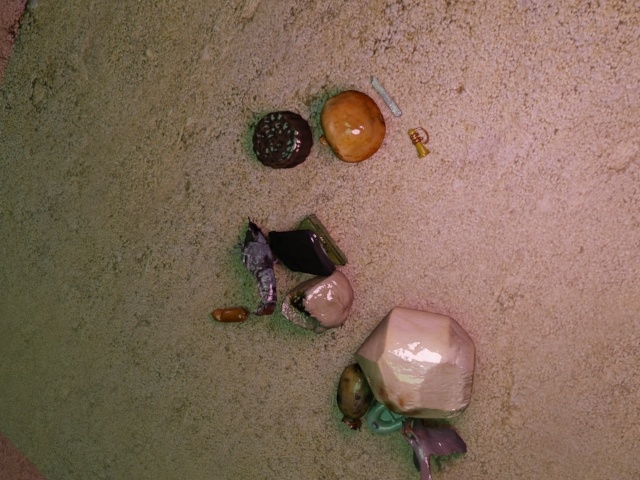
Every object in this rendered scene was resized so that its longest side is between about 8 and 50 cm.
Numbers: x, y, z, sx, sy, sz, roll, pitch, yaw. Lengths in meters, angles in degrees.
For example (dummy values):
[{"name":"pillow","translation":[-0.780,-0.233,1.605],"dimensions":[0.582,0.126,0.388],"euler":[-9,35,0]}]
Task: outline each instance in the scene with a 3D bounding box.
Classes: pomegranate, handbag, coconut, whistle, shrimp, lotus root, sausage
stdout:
[{"name":"pomegranate","translation":[0.106,-0.392,1.682],"dimensions":[0.249,0.248,0.248],"euler":[3,99,20]},{"name":"handbag","translation":[-0.076,0.041,1.790],"dimensions":[0.332,0.075,0.191],"euler":[2,128,58]},{"name":"coconut","translation":[0.314,0.424,1.657],"dimensions":[0.416,0.345,0.414],"euler":[3,100,17]},{"name":"whistle","translation":[0.349,-0.348,1.693],"dimensions":[0.057,0.046,0.109],"euler":[-27,82,37]},{"name":"shrimp","translation":[-0.243,0.094,1.893],"dimensions":[0.166,0.222,0.410],"euler":[-50,49,30]},{"name":"lotus root","translation":[0.130,0.602,1.857],"dimensions":[0.154,0.154,0.277],"euler":[12,104,19]},{"name":"sausage","translation":[-0.384,0.320,2.063],"dimensions":[0.183,0.054,0.062],"euler":[-8,63,24]}]

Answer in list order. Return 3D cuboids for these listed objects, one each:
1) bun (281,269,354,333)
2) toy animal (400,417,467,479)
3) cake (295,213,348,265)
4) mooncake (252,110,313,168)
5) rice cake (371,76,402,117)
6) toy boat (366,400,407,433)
[{"name":"bun","translation":[0.009,0.238,1.803],"dimensions":[0.282,0.281,0.204],"euler":[-24,97,22]},{"name":"toy animal","translation":[0.356,0.771,1.707],"dimensions":[0.225,0.284,0.302],"euler":[-28,104,26]},{"name":"cake","translation":[0.003,0.021,1.846],"dimensions":[0.099,0.100,0.235],"euler":[-40,83,23]},{"name":"mooncake","translation":[-0.151,-0.380,1.834],"dimensions":[0.229,0.124,0.228],"euler":[4,100,22]},{"name":"rice cake","translation":[0.233,-0.508,1.716],"dimensions":[0.029,0.033,0.170],"euler":[-36,85,21]},{"name":"toy boat","translation":[0.267,0.667,1.855],"dimensions":[0.208,0.079,0.134],"euler":[-33,88,20]}]
